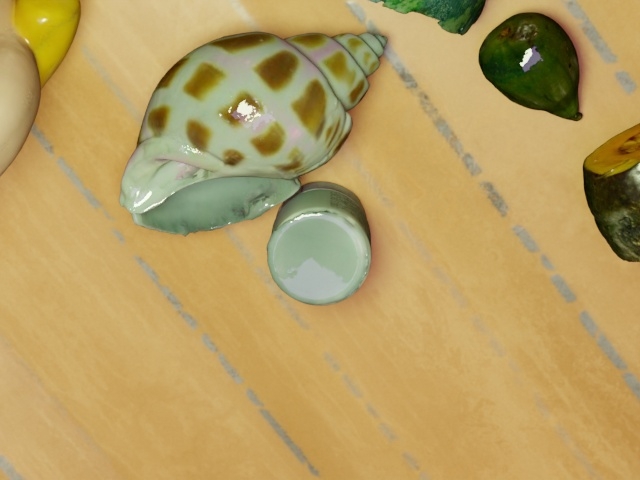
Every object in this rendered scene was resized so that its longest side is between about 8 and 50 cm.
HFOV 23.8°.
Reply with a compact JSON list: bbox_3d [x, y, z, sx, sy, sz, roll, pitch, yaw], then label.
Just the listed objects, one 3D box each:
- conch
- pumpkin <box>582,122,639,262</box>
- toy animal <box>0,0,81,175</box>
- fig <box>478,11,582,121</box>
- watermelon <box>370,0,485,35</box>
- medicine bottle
[{"bbox_3d":[-0.083,-0.149,1.916,0.368,0.197,0.249,-11,141,4],"label":"conch"},{"bbox_3d":[0.470,-0.093,1.920,0.280,0.190,0.139,-30,103,9],"label":"pumpkin"},{"bbox_3d":[-0.470,-0.201,1.854,0.247,0.345,0.277,32,138,-19],"label":"toy animal"},{"bbox_3d":[0.286,-0.208,1.941,0.117,0.117,0.177,-37,113,11],"label":"fig"},{"bbox_3d":[0.071,-0.356,1.784,0.292,0.222,0.319,22,138,1],"label":"watermelon"},{"bbox_3d":[0.000,0.000,1.969,0.135,0.168,0.135,0,107,0],"label":"medicine bottle"}]
